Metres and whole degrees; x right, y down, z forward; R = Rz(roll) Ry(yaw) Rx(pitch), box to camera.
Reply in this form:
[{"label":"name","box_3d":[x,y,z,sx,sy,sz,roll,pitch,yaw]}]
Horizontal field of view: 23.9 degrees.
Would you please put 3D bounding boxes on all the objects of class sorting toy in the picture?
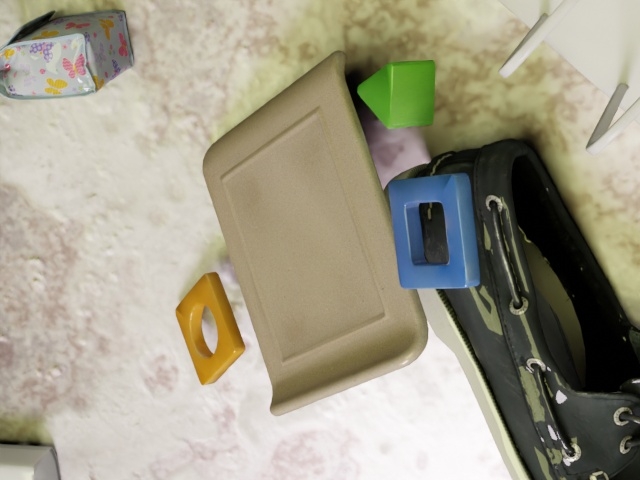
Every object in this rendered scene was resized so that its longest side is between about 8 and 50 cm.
[{"label":"sorting toy","box_3d":[0.000,0.000,0.964,0.347,0.047,0.196,-29,73,55]}]

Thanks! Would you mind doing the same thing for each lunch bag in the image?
[{"label":"lunch bag","box_3d":[-0.179,-0.126,1.018,0.083,0.071,0.053,-4,110,20]}]

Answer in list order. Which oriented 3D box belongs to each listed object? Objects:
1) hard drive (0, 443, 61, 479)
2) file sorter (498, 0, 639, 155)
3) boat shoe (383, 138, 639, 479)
[{"label":"hard drive","box_3d":[-0.368,0.272,1.246,0.353,0.047,0.233,1,110,18]},{"label":"file sorter","box_3d":[0.217,-0.128,0.833,0.277,0.173,0.193,41,117,-1]},{"label":"boat shoe","box_3d":[0.173,0.083,0.956,0.113,0.127,0.340,-29,90,37]}]
